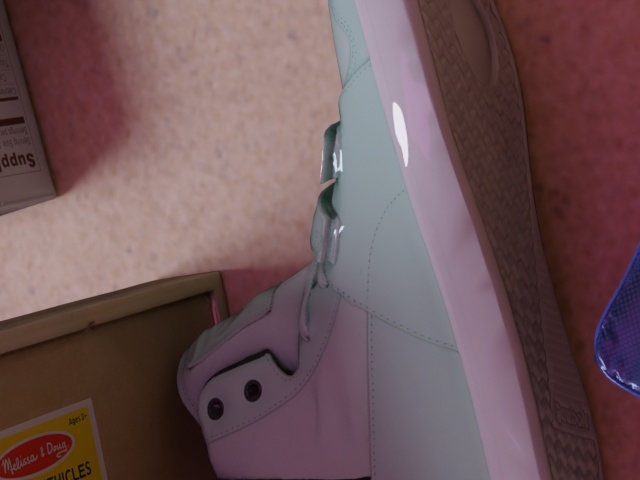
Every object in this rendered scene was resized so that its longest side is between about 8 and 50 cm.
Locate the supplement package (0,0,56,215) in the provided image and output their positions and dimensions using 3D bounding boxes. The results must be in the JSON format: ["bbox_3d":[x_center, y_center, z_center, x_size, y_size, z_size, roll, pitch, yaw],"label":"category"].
[{"bbox_3d":[-0.199,-0.085,0.808,0.105,0.105,0.179,-14,91,30],"label":"supplement package"}]

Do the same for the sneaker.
[{"bbox_3d":[0.000,0.001,0.708,0.151,0.094,0.256,-10,96,26],"label":"sneaker"}]

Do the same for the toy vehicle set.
[{"bbox_3d":[-0.104,0.113,0.693,0.035,0.267,0.166,-9,93,30],"label":"toy vehicle set"}]

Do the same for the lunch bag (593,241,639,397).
[{"bbox_3d":[0.147,0.036,0.649,0.098,0.065,0.067,32,98,23],"label":"lunch bag"}]
